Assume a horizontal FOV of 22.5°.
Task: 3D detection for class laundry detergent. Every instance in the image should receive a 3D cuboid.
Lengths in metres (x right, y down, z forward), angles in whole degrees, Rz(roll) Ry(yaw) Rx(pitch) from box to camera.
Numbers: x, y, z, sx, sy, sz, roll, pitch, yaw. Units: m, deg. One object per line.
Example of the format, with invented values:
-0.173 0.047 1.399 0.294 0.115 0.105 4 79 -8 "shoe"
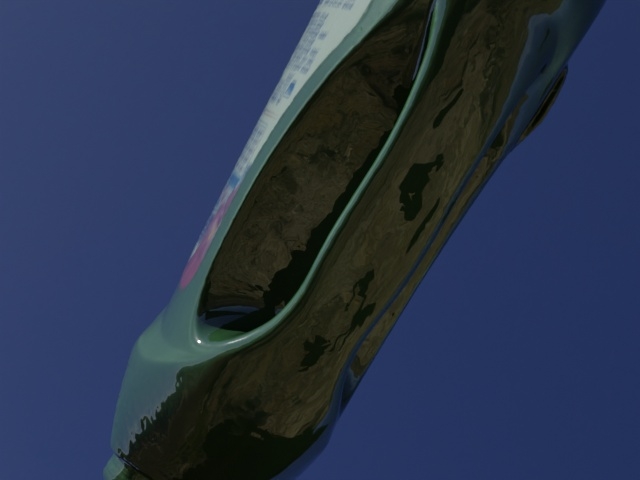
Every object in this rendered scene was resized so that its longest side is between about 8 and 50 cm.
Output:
0.000 0.000 0.435 0.063 0.137 0.211 30 -89 -13 "laundry detergent"
